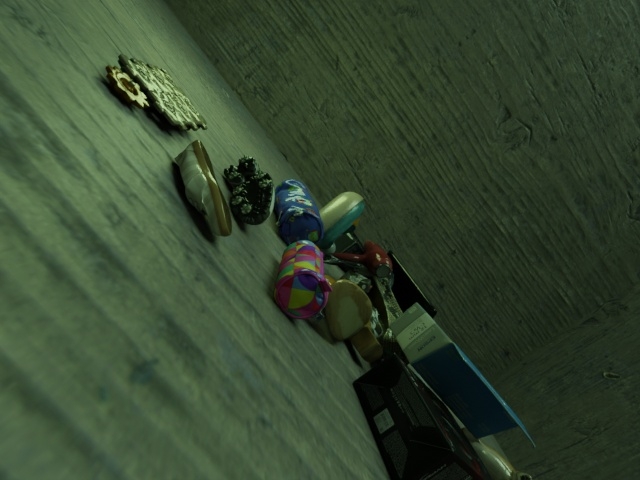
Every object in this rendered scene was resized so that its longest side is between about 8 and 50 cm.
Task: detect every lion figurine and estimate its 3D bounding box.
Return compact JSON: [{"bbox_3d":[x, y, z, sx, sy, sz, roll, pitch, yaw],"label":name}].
[{"bbox_3d":[0.509,0.675,1.220,0.392,0.142,0.240,53,-2,39],"label":"lion figurine"}]

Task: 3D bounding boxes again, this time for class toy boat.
[{"bbox_3d":[0.039,-0.038,1.393,0.148,0.268,0.318,50,-25,-1],"label":"toy boat"}]

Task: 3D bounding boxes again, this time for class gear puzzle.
[{"bbox_3d":[-0.342,-0.293,0.838,0.175,0.044,0.339,53,10,-13],"label":"gear puzzle"}]

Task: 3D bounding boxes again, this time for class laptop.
[{"bbox_3d":[0.396,0.325,1.852,0.237,0.407,0.381,6,36,-32],"label":"laptop"}]

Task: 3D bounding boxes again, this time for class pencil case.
[{"bbox_3d":[-0.078,-0.086,1.209,0.133,0.119,0.306,10,24,-16],"label":"pencil case"},{"bbox_3d":[-0.033,0.071,0.802,0.104,0.105,0.236,51,6,-15],"label":"pencil case"}]

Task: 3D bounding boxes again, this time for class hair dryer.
[{"bbox_3d":[0.124,0.053,1.302,0.224,0.080,0.294,31,26,21],"label":"hair dryer"}]

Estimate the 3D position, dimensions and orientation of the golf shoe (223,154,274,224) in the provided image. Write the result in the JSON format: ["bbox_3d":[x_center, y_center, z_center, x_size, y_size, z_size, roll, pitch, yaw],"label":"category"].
[{"bbox_3d":[-0.143,-0.102,0.933,0.120,0.105,0.272,57,4,-36],"label":"golf shoe"}]

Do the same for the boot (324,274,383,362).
[{"bbox_3d":[0.039,0.139,0.930,0.211,0.104,0.295,52,-8,48],"label":"boot"}]

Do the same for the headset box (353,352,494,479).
[{"bbox_3d":[0.212,0.389,0.776,0.293,0.110,0.218,49,7,-32],"label":"headset box"}]

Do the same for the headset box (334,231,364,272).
[{"bbox_3d":[0.098,0.011,1.817,0.283,0.131,0.246,44,12,-53],"label":"headset box"}]

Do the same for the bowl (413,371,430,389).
[{"bbox_3d":[0.306,0.467,1.259,0.142,0.053,0.142,55,6,30],"label":"bowl"}]

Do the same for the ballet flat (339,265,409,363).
[{"bbox_3d":[0.154,0.191,1.300,0.182,0.164,0.482,27,20,-26],"label":"ballet flat"}]

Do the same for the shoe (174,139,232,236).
[{"bbox_3d":[-0.201,-0.085,0.684,0.076,0.059,0.218,78,-13,-54],"label":"shoe"}]

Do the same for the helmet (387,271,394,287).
[{"bbox_3d":[0.234,0.173,1.747,0.161,0.169,0.169,44,0,39],"label":"helmet"}]

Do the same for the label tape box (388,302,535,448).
[{"bbox_3d":[0.307,0.316,0.945,0.249,0.115,0.347,49,6,-8],"label":"label tape box"}]

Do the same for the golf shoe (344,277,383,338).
[{"bbox_3d":[0.109,0.195,1.132,0.094,0.077,0.198,14,42,-39],"label":"golf shoe"}]
